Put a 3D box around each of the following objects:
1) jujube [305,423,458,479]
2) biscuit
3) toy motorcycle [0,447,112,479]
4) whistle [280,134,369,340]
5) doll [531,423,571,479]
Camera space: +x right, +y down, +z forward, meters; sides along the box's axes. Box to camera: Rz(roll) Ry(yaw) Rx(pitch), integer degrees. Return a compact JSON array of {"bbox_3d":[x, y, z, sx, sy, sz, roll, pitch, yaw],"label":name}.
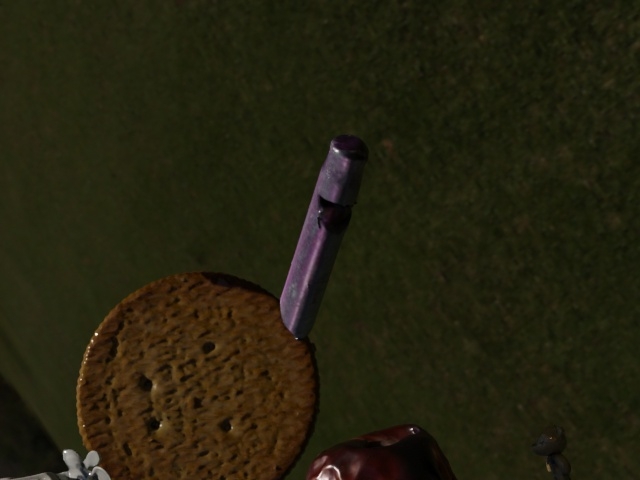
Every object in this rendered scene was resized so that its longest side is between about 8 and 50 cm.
[{"bbox_3d":[0.048,0.235,0.689,0.168,0.168,0.237,138,125,-71],"label":"jujube"},{"bbox_3d":[-0.148,0.187,1.368,0.305,0.305,0.038,55,171,5],"label":"biscuit"},{"bbox_3d":[-0.259,0.231,0.942,0.221,0.150,0.102,29,-129,-71],"label":"toy motorcycle"},{"bbox_3d":[0.000,0.000,0.819,0.033,0.033,0.177,45,134,32],"label":"whistle"},{"bbox_3d":[0.328,0.301,1.531,0.093,0.051,0.061,58,167,2],"label":"doll"}]
